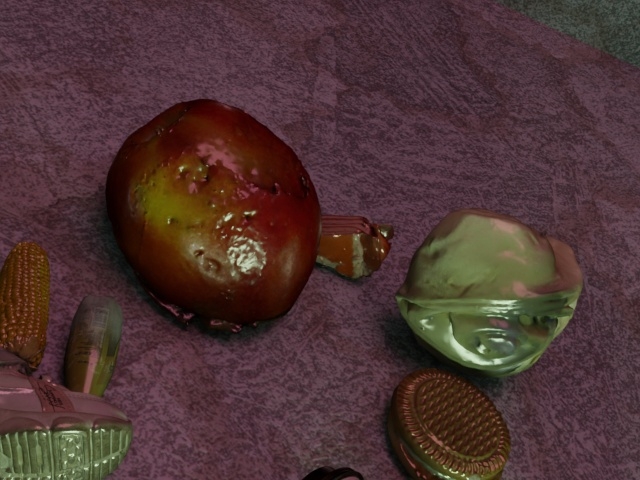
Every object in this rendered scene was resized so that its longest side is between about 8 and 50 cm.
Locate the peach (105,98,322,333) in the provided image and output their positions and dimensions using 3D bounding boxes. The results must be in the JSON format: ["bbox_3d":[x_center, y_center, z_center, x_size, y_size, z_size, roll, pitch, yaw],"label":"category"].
[{"bbox_3d":[-0.183,-0.039,2.009,0.339,0.353,0.416,-45,114,-42],"label":"peach"}]

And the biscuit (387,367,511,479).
[{"bbox_3d":[0.233,0.351,2.028,0.259,0.079,0.259,20,39,-17],"label":"biscuit"}]

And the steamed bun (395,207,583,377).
[{"bbox_3d":[0.337,0.121,2.121,0.339,0.352,0.247,13,34,-28],"label":"steamed bun"}]

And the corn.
[{"bbox_3d":[-0.481,0.108,1.793,0.091,0.091,0.260,14,39,-18],"label":"corn"}]

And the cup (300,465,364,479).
[{"bbox_3d":[0.071,0.474,1.655,0.280,0.196,0.196,30,34,29],"label":"cup"}]

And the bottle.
[{"bbox_3d":[-0.370,0.212,1.770,0.083,0.083,0.269,18,51,-18],"label":"bottle"}]

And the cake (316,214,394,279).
[{"bbox_3d":[-0.002,0.005,2.239,0.287,0.135,0.098,11,45,4],"label":"cake"}]

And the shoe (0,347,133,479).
[{"bbox_3d":[-0.447,0.241,1.598,0.351,0.172,0.198,5,45,-23],"label":"shoe"}]
